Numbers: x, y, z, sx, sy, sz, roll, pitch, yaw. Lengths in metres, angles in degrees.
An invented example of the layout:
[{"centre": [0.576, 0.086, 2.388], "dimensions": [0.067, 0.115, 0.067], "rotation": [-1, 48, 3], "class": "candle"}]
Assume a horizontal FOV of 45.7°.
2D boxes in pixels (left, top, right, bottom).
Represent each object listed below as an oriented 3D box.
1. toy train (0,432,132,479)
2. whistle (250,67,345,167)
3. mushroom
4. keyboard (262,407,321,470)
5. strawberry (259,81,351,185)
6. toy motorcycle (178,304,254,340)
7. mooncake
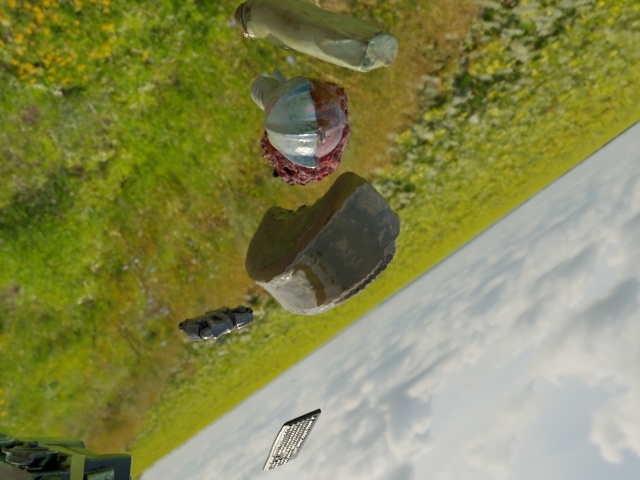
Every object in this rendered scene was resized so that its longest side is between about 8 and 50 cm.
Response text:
[{"centre": [-0.550, 0.467, 1.508], "dimensions": [0.253, 0.160, 0.397], "rotation": [12, 167, -41], "class": "toy train"}, {"centre": [-0.050, -0.229, 1.340], "dimensions": [0.134, 0.142, 0.346], "rotation": [-33, -150, -4], "class": "whistle"}, {"centre": [-0.016, -0.328, 1.179], "dimensions": [0.100, 0.312, 0.081], "rotation": [-26, 128, -33], "class": "mushroom"}, {"centre": [-0.058, 0.423, 1.698], "dimensions": [0.103, 0.041, 0.381], "rotation": [-17, 143, -26], "class": "keyboard"}, {"centre": [-0.009, -0.191, 1.487], "dimensions": [0.190, 0.111, 0.236], "rotation": [-5, 146, -27], "class": "strawberry"}, {"centre": [-0.256, 0.203, 1.845], "dimensions": [0.193, 0.061, 0.124], "rotation": [-12, -164, 1], "class": "toy motorcycle"}, {"centre": [0.000, 0.000, 1.947], "dimensions": [0.393, 0.246, 0.394], "rotation": [-43, -158, 8], "class": "mooncake"}]
